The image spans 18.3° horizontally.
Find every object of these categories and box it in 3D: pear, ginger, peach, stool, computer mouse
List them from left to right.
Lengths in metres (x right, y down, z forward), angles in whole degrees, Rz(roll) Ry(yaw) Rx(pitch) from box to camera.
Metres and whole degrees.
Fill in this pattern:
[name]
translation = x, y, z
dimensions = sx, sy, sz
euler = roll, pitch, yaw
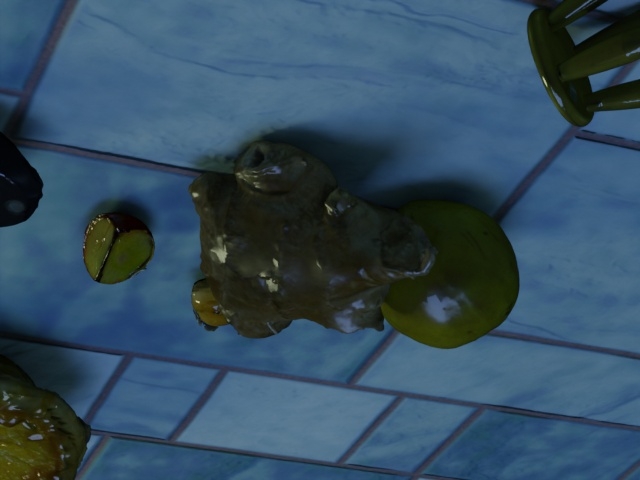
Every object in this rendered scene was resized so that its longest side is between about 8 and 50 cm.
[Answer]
[computer mouse]
translation = -0.359, -0.081, 1.828
dimensions = 0.217, 0.073, 0.122
euler = 16, 142, -17
[peach]
translation = -0.208, 0.002, 1.995
dimensions = 0.077, 0.050, 0.083
euler = -32, 154, 2
[ginger]
translation = 0.000, 0.000, 1.908
dimensions = 0.270, 0.123, 0.218
euler = -11, 116, 31
[pear]
translation = 0.125, 0.037, 1.994
dimensions = 0.149, 0.148, 0.162
euler = -20, 140, 25
[stool]
translation = 0.249, -0.167, 1.711
dimensions = 0.110, 0.135, 0.134
euler = -22, -172, 22

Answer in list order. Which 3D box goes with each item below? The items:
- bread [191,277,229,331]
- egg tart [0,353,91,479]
[bread]
translation = -0.083, 0.061, 2.102
dimensions = 0.106, 0.053, 0.072
euler = -15, 150, 9
[egg tart]
translation = -0.422, 0.209, 2.240
dimensions = 0.341, 0.129, 0.341
euler = -2, 147, -2
